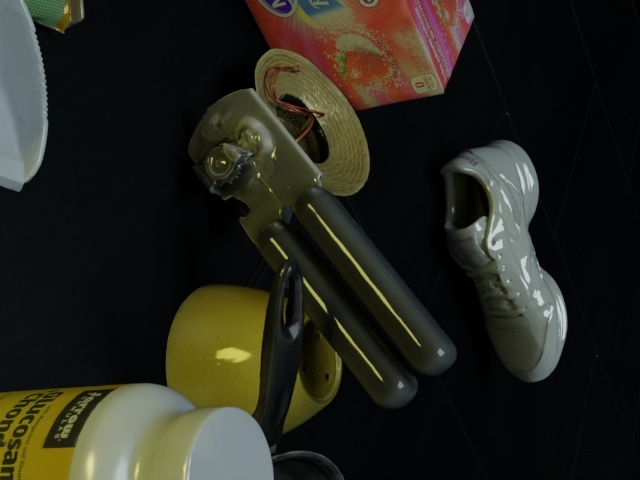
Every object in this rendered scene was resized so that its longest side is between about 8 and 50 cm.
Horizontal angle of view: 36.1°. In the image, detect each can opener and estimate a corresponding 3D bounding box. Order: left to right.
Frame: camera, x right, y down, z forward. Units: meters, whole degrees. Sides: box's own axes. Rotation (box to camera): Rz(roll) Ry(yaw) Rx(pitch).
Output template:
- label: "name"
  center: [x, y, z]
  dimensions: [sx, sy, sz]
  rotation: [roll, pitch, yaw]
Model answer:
- label: "can opener"
  center: [0.000, 0.000, 0.755]
  dimensions: [0.283, 0.076, 0.095]
  rotation: [52, 13, 19]

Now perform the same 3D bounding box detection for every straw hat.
- label: "straw hat"
  center: [-0.026, -0.093, 0.869]
  dimensions: [0.144, 0.061, 0.144]
  rotation: [31, 45, -37]

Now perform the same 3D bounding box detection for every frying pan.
- label: "frying pan"
  center: [-0.061, 0.190, 0.681]
  dimensions: [0.197, 0.053, 0.326]
  rotation: [-39, 129, -36]

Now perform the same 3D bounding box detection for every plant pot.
- label: "plant pot"
  center: [-0.040, 0.095, 0.764]
  dimensions: [0.134, 0.095, 0.134]
  rotation: [23, 62, -55]

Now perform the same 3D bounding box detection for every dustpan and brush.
- label: "dustpan and brush"
  center: [-0.210, -0.149, 0.568]
  dimensions: [0.147, 0.060, 0.211]
  rotation: [25, 48, -63]

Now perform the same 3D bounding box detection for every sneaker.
- label: "sneaker"
  center: [0.211, 0.032, 1.216]
  dimensions: [0.152, 0.114, 0.305]
  rotation: [-13, 90, -46]

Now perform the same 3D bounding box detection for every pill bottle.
- label: "pill bottle"
  center: [-0.122, 0.130, 0.532]
  dimensions: [0.103, 0.184, 0.103]
  rotation: [23, 63, -56]

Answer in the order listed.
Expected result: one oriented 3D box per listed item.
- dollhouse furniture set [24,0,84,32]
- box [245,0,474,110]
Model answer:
- label: "dollhouse furniture set"
  center: [-0.178, -0.219, 0.647]
  dimensions: [0.076, 0.058, 0.151]
  rotation: [2, 81, -59]
- label: "box"
  center: [0.009, -0.276, 0.886]
  dimensions: [0.300, 0.154, 0.142]
  rotation: [61, 36, -33]
